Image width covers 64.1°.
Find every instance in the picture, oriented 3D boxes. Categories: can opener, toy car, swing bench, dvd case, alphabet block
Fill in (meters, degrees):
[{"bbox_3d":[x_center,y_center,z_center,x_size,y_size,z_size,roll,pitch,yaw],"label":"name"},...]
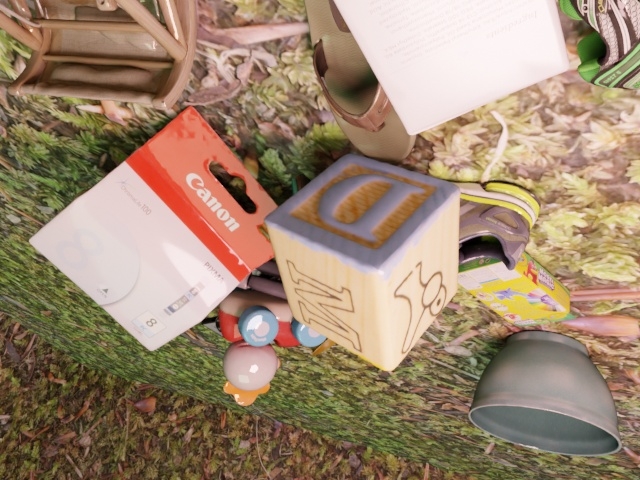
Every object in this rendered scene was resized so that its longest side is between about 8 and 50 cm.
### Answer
[{"bbox_3d":[-0.121,0.066,1.024,0.283,0.076,0.095,14,168,21],"label":"can opener"},{"bbox_3d":[-0.120,0.227,1.068,0.210,0.238,0.219,7,-171,-27],"label":"toy car"},{"bbox_3d":[-0.304,-0.301,0.599,0.253,0.165,0.255,9,154,16],"label":"swing bench"},{"bbox_3d":[-0.260,0.297,1.687,0.180,0.022,0.253,37,146,-28],"label":"dvd case"},{"bbox_3d":[0.067,0.024,0.714,0.193,0.192,0.197,26,142,35],"label":"alphabet block"}]

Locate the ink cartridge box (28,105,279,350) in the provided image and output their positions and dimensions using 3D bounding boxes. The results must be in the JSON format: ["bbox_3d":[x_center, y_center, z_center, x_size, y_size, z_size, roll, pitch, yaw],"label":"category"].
[{"bbox_3d":[-0.273,0.000,0.919,0.385,0.091,0.308,-32,111,22],"label":"ink cartridge box"}]

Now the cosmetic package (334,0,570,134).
[{"bbox_3d":[0.106,-0.227,0.450,0.151,0.151,0.184,-19,134,24],"label":"cosmetic package"}]

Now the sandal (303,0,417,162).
[{"bbox_3d":[0.039,-0.201,0.628,0.120,0.086,0.303,3,146,27],"label":"sandal"}]

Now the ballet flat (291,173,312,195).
[{"bbox_3d":[0.000,0.000,0.881,0.096,0.095,0.280,-4,135,-6],"label":"ballet flat"}]

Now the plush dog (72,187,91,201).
[{"bbox_3d":[-0.416,-0.014,1.152,0.225,0.210,0.262,-3,114,57],"label":"plush dog"}]

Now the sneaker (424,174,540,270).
[{"bbox_3d":[0.177,-0.027,0.798,0.299,0.121,0.111,5,147,25],"label":"sneaker"}]

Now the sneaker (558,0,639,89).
[{"bbox_3d":[0.249,-0.243,0.392,0.146,0.134,0.343,0,145,31],"label":"sneaker"}]

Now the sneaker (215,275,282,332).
[{"bbox_3d":[-0.142,0.124,1.271,0.283,0.124,0.107,-29,119,22],"label":"sneaker"}]

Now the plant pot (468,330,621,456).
[{"bbox_3d":[0.485,0.320,1.112,0.293,0.196,0.293,14,150,8],"label":"plant pot"}]

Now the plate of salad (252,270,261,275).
[{"bbox_3d":[-0.225,0.051,1.181,0.199,0.048,0.200,-13,139,-11],"label":"plate of salad"}]

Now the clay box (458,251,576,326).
[{"bbox_3d":[0.359,0.087,0.948,0.222,0.053,0.127,34,147,-25],"label":"clay box"}]

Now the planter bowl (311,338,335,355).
[{"bbox_3d":[0.044,0.168,1.182,0.090,0.217,0.217,53,154,15],"label":"planter bowl"}]
